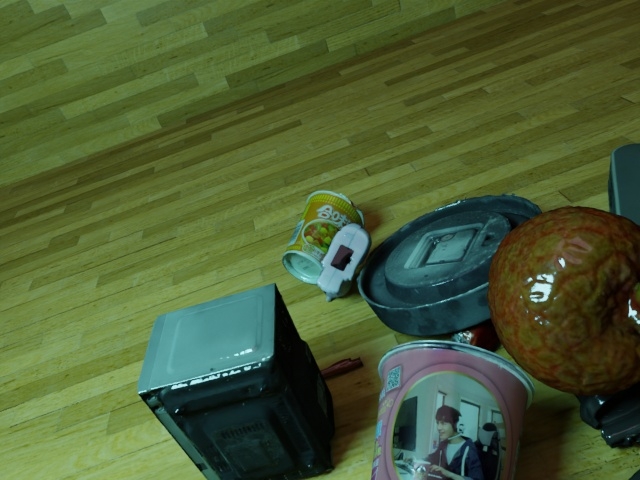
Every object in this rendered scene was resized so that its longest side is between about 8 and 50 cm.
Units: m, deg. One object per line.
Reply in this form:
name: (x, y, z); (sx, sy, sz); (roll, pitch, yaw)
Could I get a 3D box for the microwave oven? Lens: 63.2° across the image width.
microwave oven: (-0.120, 0.253, 0.838); (0.238, 0.295, 0.181); (-15, 34, 7)

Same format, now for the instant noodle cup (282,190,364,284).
instant noodle cup: (0.000, 0.000, 1.257); (0.168, 0.168, 0.185); (6, 51, 33)

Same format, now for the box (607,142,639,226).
box: (0.773, -0.066, 0.979); (0.397, 0.111, 0.396); (0, 39, 25)

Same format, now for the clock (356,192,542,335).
clock: (0.260, 0.039, 1.039); (0.386, 0.076, 0.386); (-26, 21, 11)

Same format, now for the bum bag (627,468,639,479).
bum bag: (0.386, 0.365, 0.627); (0.326, 0.079, 0.142); (-25, 42, -12)

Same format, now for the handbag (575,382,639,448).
handbag: (0.473, 0.164, 0.827); (0.257, 0.113, 0.285); (-30, 37, 1)

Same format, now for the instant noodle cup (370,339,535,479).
instant noodle cup: (0.165, 0.303, 0.710); (0.244, 0.244, 0.255); (-1, 48, 26)

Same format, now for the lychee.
lychee: (0.352, 0.082, 0.707); (0.255, 0.255, 0.300); (-24, 8, -5)

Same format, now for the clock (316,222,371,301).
clock: (0.053, 0.048, 1.158); (0.080, 0.117, 0.176); (26, 74, 10)

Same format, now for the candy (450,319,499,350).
candy: (0.306, 0.145, 0.953); (0.292, 0.086, 0.059); (-39, 29, -22)

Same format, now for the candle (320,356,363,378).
candle: (0.001, 0.261, 1.007); (0.167, 0.021, 0.026); (-20, 55, -1)
